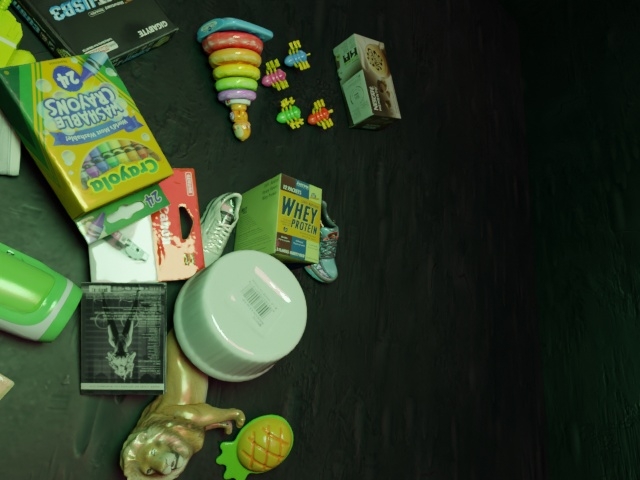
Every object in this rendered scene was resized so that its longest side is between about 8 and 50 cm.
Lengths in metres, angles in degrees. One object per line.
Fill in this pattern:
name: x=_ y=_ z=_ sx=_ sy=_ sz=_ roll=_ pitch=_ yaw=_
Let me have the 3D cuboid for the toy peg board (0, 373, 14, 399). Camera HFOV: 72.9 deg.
toy peg board: x=-0.620 y=0.257 z=0.691 sx=0.161 sy=0.079 sz=0.161 roll=47 pitch=53 yaw=-23

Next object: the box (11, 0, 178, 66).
box: x=-0.528 y=-0.549 z=0.983 sx=0.293 sy=0.073 sz=0.295 roll=52 pitch=49 yaw=-16

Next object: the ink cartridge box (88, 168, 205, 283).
ink cartridge box: x=-0.381 y=-0.039 z=0.956 sx=0.238 sy=0.060 sz=0.275 roll=-5 pitch=82 yaw=-26

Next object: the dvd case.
dvd case: x=-0.388 y=0.193 z=0.857 sx=0.164 sy=0.018 sz=0.222 roll=1 pitch=91 yaw=-1

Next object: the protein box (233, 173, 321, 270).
protein box: x=-0.113 y=-0.034 z=1.129 sx=0.135 sy=0.199 sz=0.201 roll=16 pitch=68 yaw=-38

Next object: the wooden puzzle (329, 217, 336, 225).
wooden puzzle: x=0.019 y=-0.050 z=1.379 sx=0.083 sy=0.006 sz=0.049 roll=14 pitch=70 yaw=-38

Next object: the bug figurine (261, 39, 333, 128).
bug figurine: x=-0.075 y=-0.467 z=1.361 sx=0.216 sy=0.072 sz=0.279 roll=-30 pitch=104 yaw=-35

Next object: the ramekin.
ramekin: x=-0.163 y=0.155 z=0.950 sx=0.277 sy=0.135 sz=0.277 roll=20 pitch=53 yaw=-29

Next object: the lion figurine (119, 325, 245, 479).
lion figurine: x=-0.290 y=0.309 z=0.951 sx=0.240 sy=0.142 sz=0.392 roll=14 pitch=56 yaw=-30

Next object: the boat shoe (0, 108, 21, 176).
boat shoe: x=-0.605 y=-0.216 z=0.821 sx=0.063 sy=0.066 sz=0.184 roll=0 pitch=105 yaw=-33

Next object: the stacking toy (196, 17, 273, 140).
stacking toy: x=-0.229 y=-0.426 z=1.185 sx=0.165 sy=0.175 sz=0.302 roll=-10 pitch=99 yaw=-47

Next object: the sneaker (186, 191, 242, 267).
sneaker: x=-0.262 y=-0.016 z=1.066 sx=0.090 sy=0.094 sz=0.235 roll=30 pitch=64 yaw=-35

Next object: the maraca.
maraca: x=-0.153 y=0.494 z=1.032 sx=0.185 sy=0.099 sz=0.127 roll=-25 pitch=90 yaw=-16

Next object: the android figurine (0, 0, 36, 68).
android figurine: x=-0.684 y=-0.380 z=0.817 sx=0.248 sy=0.056 sz=0.273 roll=27 pitch=64 yaw=-33

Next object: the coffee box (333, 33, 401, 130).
coffee box: x=0.168 y=-0.561 z=1.565 sx=0.168 sy=0.118 sz=0.297 roll=-7 pitch=83 yaw=-43

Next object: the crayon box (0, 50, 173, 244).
crayon box: x=-0.435 y=-0.183 z=0.843 sx=0.203 sy=0.083 sz=0.323 roll=-39 pitch=107 yaw=-43

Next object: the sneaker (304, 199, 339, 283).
sneaker: x=0.000 y=0.000 z=1.269 sx=0.104 sy=0.125 sz=0.262 roll=-21 pitch=93 yaw=-42

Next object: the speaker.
speaker: x=-0.582 y=0.067 z=0.743 sx=0.296 sy=0.131 sz=0.131 roll=36 pitch=58 yaw=-29
